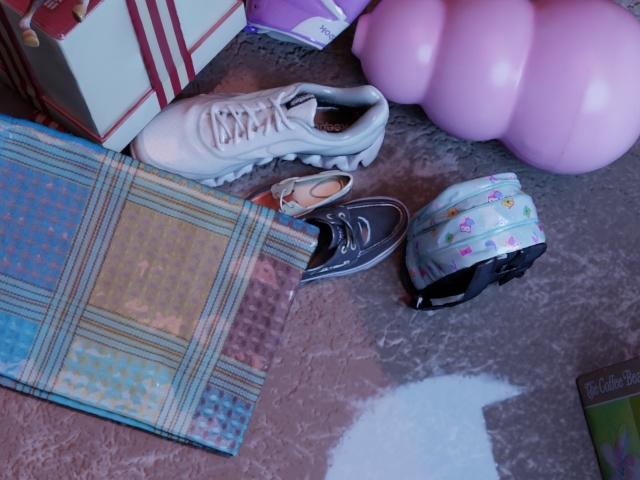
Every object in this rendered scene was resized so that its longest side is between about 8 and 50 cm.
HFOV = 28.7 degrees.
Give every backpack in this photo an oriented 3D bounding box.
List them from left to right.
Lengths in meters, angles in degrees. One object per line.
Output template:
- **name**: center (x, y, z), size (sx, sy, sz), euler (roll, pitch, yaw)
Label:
- **backpack**: center (0.165, -0.001, 1.353), size (0.152, 0.182, 0.115), euler (-23, 82, -15)

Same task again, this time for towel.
- **towel**: center (-0.217, 0.048, 1.287), size (0.370, 0.040, 0.271), euler (20, 97, -7)

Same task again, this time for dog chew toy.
- **dog chew toy**: center (0.200, -0.194, 1.406), size (0.332, 0.206, 0.206), euler (13, 74, -1)

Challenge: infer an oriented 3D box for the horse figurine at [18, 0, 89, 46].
- **horse figurine**: center (-0.280, -0.244, 1.105), size (0.263, 0.066, 0.174), euler (0, 53, 11)

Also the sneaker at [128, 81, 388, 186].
- **sneaker**: center (-0.064, -0.127, 1.371), size (0.292, 0.118, 0.110), euler (-8, 80, -12)

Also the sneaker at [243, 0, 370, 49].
- **sneaker**: center (-0.071, -0.331, 1.428), size (0.282, 0.102, 0.161), euler (45, 103, 21)

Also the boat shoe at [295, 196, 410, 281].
- **boat shoe**: center (0.000, 0.000, 1.373), size (0.229, 0.076, 0.080), euler (-15, 80, -15)

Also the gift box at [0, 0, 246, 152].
- **gift box**: center (-0.247, -0.277, 1.301), size (0.276, 0.258, 0.255), euler (41, 73, 20)

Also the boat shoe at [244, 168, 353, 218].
- **boat shoe**: center (-0.028, -0.047, 1.394), size (0.137, 0.043, 0.049), euler (-17, 85, -10)

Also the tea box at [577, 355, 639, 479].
- **tea box**: center (0.459, 0.250, 1.279), size (0.220, 0.329, 0.323), euler (-10, 78, -14)
